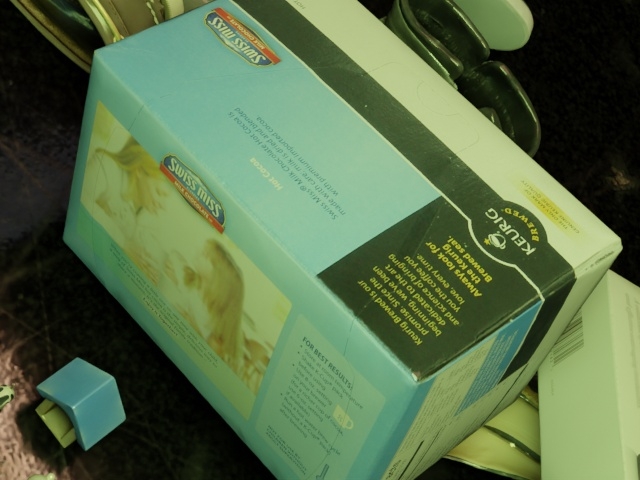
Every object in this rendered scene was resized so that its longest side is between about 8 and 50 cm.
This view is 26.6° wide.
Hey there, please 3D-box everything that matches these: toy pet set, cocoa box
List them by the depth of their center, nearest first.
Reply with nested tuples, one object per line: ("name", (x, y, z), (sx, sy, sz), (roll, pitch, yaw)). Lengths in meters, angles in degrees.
("toy pet set", (-0.200, 0.150, 1.007), (0.114, 0.065, 0.122), (-37, 88, -36))
("cocoa box", (0.000, 0.000, 1.037), (0.228, 0.231, 0.347), (-30, 66, -35))

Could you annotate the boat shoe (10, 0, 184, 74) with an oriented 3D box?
("boat shoe", (-0.264, -0.268, 1.147), (0.324, 0.116, 0.096), (43, 50, -12))

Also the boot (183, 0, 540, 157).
("boot", (0.030, -0.169, 1.193), (0.338, 0.223, 0.118), (41, 54, -6))

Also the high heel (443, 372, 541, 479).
("high heel", (0.155, 0.171, 1.129), (0.261, 0.093, 0.186), (4, 25, -33))

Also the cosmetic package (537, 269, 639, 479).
("cosmetic package", (0.307, 0.239, 1.047), (0.284, 0.097, 0.377), (30, 42, -23))

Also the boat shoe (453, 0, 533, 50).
("boat shoe", (0.119, -0.297, 1.385), (0.258, 0.095, 0.084), (36, 59, -11))
